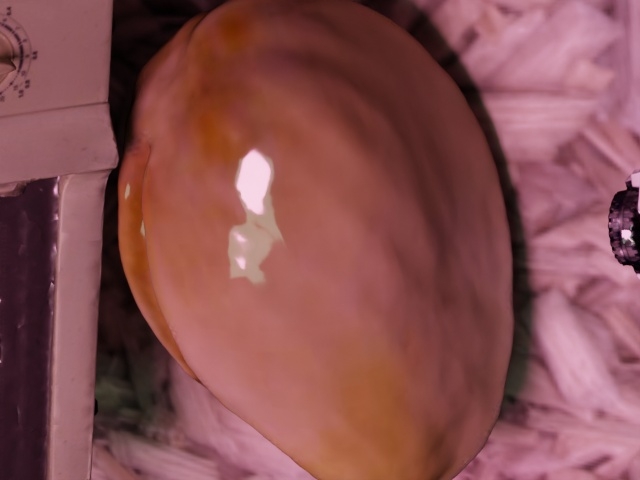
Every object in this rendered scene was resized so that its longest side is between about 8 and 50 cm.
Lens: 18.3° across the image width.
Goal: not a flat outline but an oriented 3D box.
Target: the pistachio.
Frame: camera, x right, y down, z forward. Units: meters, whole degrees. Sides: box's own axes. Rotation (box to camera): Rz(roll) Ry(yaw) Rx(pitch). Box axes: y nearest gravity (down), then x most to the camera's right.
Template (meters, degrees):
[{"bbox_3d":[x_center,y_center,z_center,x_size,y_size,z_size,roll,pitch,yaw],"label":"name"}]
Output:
[{"bbox_3d":[0.000,0.000,1.040,0.166,0.197,0.288,42,159,59],"label":"pistachio"}]

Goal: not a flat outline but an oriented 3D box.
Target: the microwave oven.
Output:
[{"bbox_3d":[-0.240,-0.016,1.072,0.286,0.218,0.355,46,138,50],"label":"microwave oven"}]

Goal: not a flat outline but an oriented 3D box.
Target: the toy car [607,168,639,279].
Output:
[{"bbox_3d":[0.198,0.021,0.990,0.080,0.070,0.170,-3,115,29],"label":"toy car"}]
